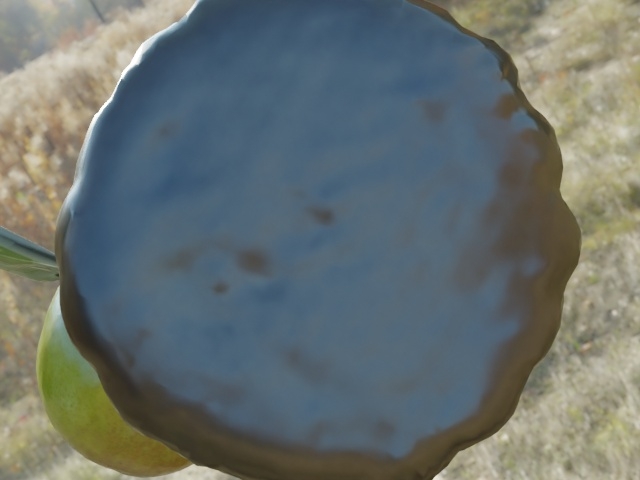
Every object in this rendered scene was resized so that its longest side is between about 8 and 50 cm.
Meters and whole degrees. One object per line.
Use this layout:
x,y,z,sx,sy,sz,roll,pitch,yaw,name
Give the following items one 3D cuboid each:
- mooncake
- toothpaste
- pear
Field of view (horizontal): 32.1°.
-0.001,-0.001,0.732,0.324,0.324,0.187,-30,0,3,mooncake
-0.244,-0.006,0.761,0.048,0.197,0.029,-11,63,32,toothpaste
-0.146,0.099,0.942,0.200,0.200,0.200,-28,15,8,pear
